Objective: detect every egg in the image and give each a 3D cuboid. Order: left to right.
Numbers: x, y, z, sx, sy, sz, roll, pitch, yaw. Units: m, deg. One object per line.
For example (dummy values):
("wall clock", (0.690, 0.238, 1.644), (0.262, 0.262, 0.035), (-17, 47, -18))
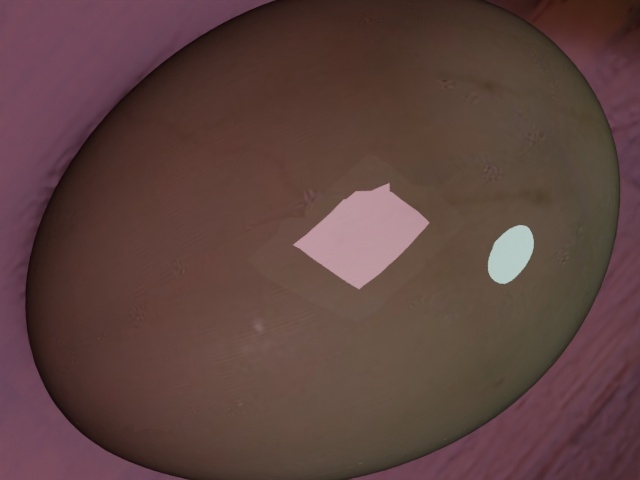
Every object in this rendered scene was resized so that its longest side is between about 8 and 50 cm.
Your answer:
("egg", (0.000, 0.000, 0.754), (0.241, 0.186, 0.186), (-24, 95, -4))
